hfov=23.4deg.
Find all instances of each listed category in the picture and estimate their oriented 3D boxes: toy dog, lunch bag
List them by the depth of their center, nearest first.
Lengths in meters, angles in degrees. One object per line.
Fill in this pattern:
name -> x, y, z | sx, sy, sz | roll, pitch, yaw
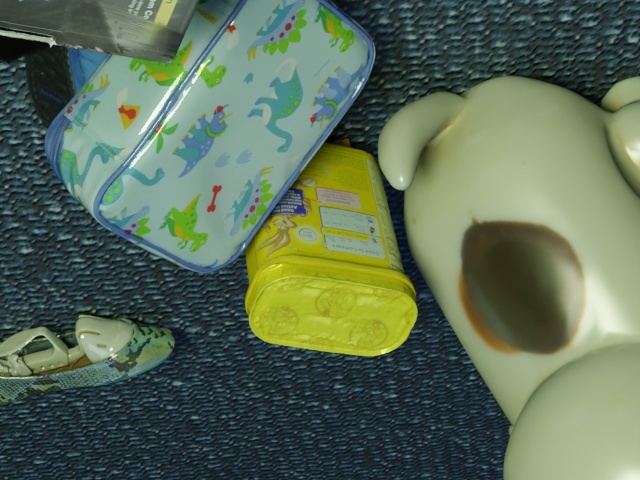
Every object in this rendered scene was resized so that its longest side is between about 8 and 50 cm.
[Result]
lunch bag -> -0.072, -0.091, 1.076 | 0.219, 0.090, 0.176 | -53, 144, 6
toy dog -> 0.230, 0.075, 1.195 | 0.284, 0.408, 0.395 | -29, 143, 23

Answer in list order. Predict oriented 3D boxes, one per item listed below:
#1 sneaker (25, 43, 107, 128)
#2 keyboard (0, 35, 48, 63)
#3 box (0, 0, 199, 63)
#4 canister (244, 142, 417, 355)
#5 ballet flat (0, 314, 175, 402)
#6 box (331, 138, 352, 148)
sneaker -> -0.156, -0.165, 1.054 | 0.082, 0.069, 0.209 | -35, 147, -34
keyboard -> -0.188, -0.176, 0.992 | 0.100, 0.038, 0.192 | 39, 146, -29
box -> -0.157, -0.269, 0.692 | 0.318, 0.097, 0.395 | 7, 136, -23
canister -> 0.000, 0.000, 1.188 | 0.126, 0.170, 0.073 | 9, 130, -17
ballet flat -> -0.228, 0.102, 1.406 | 0.188, 0.070, 0.070 | -16, 146, 1
box -> 0.001, -0.028, 1.316 | 0.081, 0.028, 0.136 | -15, 143, 5
